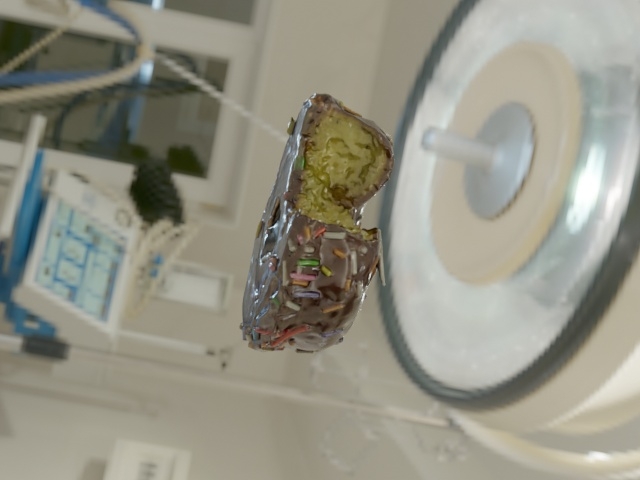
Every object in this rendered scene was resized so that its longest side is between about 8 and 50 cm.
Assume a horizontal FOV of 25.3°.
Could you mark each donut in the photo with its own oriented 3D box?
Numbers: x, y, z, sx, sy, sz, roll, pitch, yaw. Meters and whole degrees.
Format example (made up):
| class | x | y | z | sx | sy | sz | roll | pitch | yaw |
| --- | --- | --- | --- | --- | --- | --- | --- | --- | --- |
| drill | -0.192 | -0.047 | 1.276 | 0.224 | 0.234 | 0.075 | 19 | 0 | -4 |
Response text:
| class | x | y | z | sx | sy | sz | roll | pitch | yaw |
| --- | --- | --- | --- | --- | --- | --- | --- | --- | --- |
| donut | -0.001 | -0.001 | 1.249 | 0.230 | 0.096 | 0.216 | -88 | -165 | -50 |
